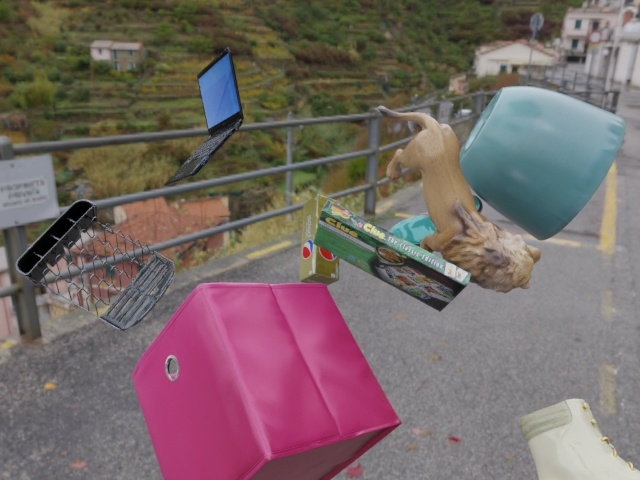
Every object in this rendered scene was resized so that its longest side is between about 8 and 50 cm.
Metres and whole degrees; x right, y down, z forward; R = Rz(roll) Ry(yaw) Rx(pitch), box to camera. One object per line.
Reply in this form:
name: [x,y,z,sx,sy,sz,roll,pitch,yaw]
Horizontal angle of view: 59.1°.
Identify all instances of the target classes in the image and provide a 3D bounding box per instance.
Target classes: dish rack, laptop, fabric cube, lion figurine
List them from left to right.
dish rack: [-0.458,0.057,1.188,0.272,0.074,0.208,28,61,7]
laptop: [-0.282,-0.269,1.275,0.264,0.136,0.234,-52,21,-19]
fabric cube: [-0.092,0.240,0.850,0.259,0.254,0.258,5,46,-44]
lion figurine: [0.226,-0.086,1.004,0.142,0.392,0.240,-32,7,-6]

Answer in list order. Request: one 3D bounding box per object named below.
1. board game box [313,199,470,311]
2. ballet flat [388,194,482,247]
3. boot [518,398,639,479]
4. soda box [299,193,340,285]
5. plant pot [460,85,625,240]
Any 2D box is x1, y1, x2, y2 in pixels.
board game box: [0.112,0.030,0.959,0.260,0.136,0.030,28,67,5]
ballet flat: [0.249,-0.029,1.227,0.222,0.079,0.076,-26,68,-3]
boot: [0.458,0.340,0.870,0.262,0.095,0.203,-15,43,13]
soda box: [0.000,0.000,1.165,0.061,0.181,0.058,18,-30,-30]
plant pot: [0.431,-0.183,1.176,0.235,0.292,0.293,30,23,2]
